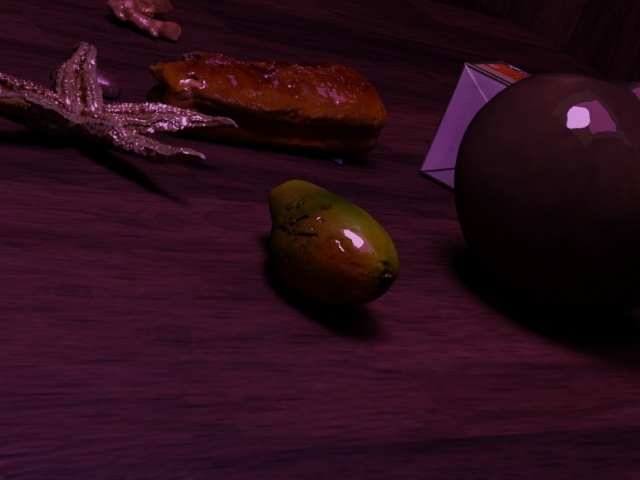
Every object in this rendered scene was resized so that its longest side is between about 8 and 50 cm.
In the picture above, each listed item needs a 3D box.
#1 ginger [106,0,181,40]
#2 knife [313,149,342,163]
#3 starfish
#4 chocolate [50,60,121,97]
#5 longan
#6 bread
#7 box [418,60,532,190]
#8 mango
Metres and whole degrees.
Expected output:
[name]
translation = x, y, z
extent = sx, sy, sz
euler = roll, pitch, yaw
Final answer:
[ginger]
translation = -0.313, -0.408, 2.227
extent = 0.193, 0.052, 0.176
euler = 36, 19, 31
[knife]
translation = -0.090, -0.193, 1.960
extent = 0.313, 0.019, 0.044
euler = 30, 25, 19
[starfish]
translation = -0.293, -0.158, 1.569
extent = 0.358, 0.078, 0.347
euler = 35, 23, 32
[chocolate]
translation = -0.329, -0.233, 1.796
extent = 0.101, 0.031, 0.064
euler = 19, 16, -4
[longan]
translation = 0.348, -0.067, 1.637
extent = 0.361, 0.361, 0.361
euler = 19, 20, -7
[bread]
translation = -0.086, -0.217, 1.871
extent = 0.380, 0.109, 0.185
euler = 3, 33, -35
[box]
translation = 0.291, -0.160, 2.003
extent = 0.177, 0.195, 0.148
euler = 31, 22, 24
[mango]
translation = 0.000, 0.000, 1.425
extent = 0.125, 0.111, 0.233
euler = 13, 20, -36
